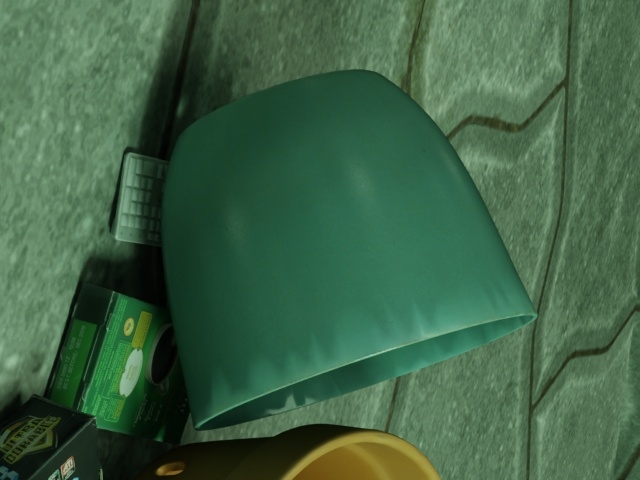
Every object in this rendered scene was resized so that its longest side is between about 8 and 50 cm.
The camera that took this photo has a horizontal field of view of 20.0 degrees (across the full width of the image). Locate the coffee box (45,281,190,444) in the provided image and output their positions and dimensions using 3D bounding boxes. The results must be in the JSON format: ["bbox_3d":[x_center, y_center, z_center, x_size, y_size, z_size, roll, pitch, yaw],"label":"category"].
[{"bbox_3d":[-0.156,0.106,1.516,0.184,0.040,0.113,24,83,-65],"label":"coffee box"}]

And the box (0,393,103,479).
[{"bbox_3d":[-0.262,0.316,1.364,0.295,0.073,0.293,-46,141,-47],"label":"box"}]

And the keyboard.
[{"bbox_3d":[-0.109,-0.026,1.579,0.256,0.014,0.072,11,92,-66],"label":"keyboard"}]

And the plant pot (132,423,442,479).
[{"bbox_3d":[-0.049,0.288,1.540,0.291,0.203,0.291,-8,101,-46],"label":"plant pot"}]

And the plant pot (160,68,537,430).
[{"bbox_3d":[0.000,0.000,1.489,0.293,0.293,0.235,0,69,-65],"label":"plant pot"}]
